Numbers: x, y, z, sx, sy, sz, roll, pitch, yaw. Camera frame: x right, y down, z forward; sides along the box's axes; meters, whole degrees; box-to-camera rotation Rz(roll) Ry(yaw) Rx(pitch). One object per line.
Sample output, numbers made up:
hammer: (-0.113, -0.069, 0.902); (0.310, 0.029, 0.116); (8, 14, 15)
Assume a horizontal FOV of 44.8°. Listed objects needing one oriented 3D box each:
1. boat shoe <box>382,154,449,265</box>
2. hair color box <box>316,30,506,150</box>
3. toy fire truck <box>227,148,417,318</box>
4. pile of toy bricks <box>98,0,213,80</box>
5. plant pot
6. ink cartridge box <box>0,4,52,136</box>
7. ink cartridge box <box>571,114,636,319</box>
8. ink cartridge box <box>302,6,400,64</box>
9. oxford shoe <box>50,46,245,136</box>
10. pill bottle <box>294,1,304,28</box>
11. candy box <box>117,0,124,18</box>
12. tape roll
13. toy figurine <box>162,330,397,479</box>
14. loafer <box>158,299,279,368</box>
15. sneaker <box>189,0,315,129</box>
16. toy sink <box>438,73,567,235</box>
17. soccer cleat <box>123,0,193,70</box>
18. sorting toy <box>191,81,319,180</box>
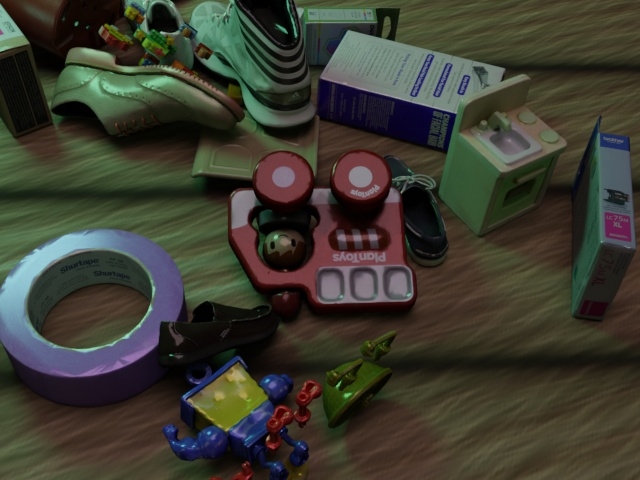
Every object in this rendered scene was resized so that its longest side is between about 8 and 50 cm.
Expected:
boat shoe: (0.159, -0.071, 1.382); (0.095, 0.079, 0.254); (-7, 50, -10)
hair color box: (0.182, -0.296, 1.559); (0.339, 0.110, 0.185); (16, 49, 12)
toy fire truck: (0.000, 0.000, 1.274); (0.302, 0.169, 0.253); (-2, 68, -4)
pile of toy bricks: (-0.309, -0.369, 1.478); (0.212, 0.118, 0.105); (34, 19, -13)
plant pot: (-0.584, -0.521, 1.619); (0.265, 0.272, 0.272); (31, 54, 11)
ink cartridge box: (-0.617, -0.346, 1.492); (0.088, 0.193, 0.234); (-26, 57, -23)
ink cartridge box: (0.472, -0.044, 1.309); (0.065, 0.185, 0.311); (8, 49, 6)
ink cartridge box: (0.066, -0.440, 1.672); (0.209, 0.109, 0.062); (-2, 50, -6)
oxford shoe: (-0.333, -0.251, 1.482); (0.397, 0.140, 0.146); (15, 74, 21)
pill bottle: (-0.105, -0.505, 1.731); (0.152, 0.086, 0.086); (22, 52, 14)
candy box: (-0.529, -0.581, 1.753); (0.187, 0.109, 0.053); (31, 52, 21)
tape roll: (-0.344, 0.112, 1.188); (0.275, 0.090, 0.274); (2, 50, -2)
toy figurine: (-0.091, 0.208, 1.067); (0.217, 0.191, 0.363); (34, 54, 29)
loafer: (-0.147, 0.124, 1.147); (0.080, 0.078, 0.220); (-11, 3, 40)
sneaker: (-0.137, -0.437, 1.535); (0.169, 0.257, 0.447); (-20, 47, -23)
toy sink: (0.321, -0.144, 1.354); (0.153, 0.234, 0.131); (-24, 55, -23)
soccer cleat: (-0.343, -0.477, 1.654); (0.116, 0.143, 0.331); (-17, 52, -17)
sorting toy: (-0.118, -0.208, 1.513); (0.229, 0.041, 0.307); (3, 43, -1)
